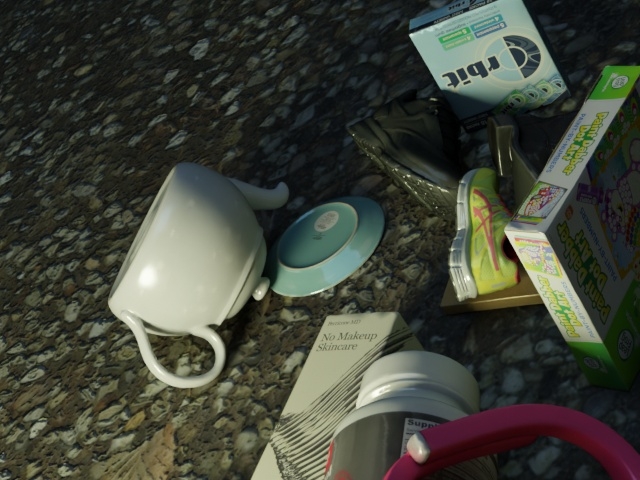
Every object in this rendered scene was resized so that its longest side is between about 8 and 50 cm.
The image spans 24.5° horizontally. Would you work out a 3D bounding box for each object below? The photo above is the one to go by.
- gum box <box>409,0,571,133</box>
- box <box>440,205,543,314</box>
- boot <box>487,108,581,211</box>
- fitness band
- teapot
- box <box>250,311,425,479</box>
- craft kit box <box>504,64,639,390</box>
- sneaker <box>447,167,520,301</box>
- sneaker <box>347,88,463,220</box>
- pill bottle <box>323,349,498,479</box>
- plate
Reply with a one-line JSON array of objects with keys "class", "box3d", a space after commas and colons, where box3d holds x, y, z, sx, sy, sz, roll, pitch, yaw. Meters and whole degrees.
[{"class": "gum box", "box3d": [0.228, -0.244, 1.976, 0.157, 0.184, 0.041, -19, 37, 22]}, {"class": "box", "box3d": [0.254, 0.015, 1.784, 0.201, 0.021, 0.164, -8, 42, 33]}, {"class": "boot", "box3d": [0.333, -0.107, 1.765, 0.229, 0.091, 0.263, -10, 35, -4]}, {"class": "fitness band", "box3d": [0.188, 0.255, 1.367, 0.291, 0.054, 0.209, -11, 54, -28]}, {"class": "teapot", "box3d": [-0.158, 0.034, 1.977, 0.256, 0.187, 0.252, -60, 10, 14]}, {"class": "box", "box3d": [0.021, 0.214, 1.674, 0.113, 0.094, 0.275, -7, 43, 35]}, {"class": "craft kit box", "box3d": [0.313, -0.013, 1.566, 0.061, 0.250, 0.246, 9, 54, 44]}, {"class": "sneaker", "box3d": [0.211, -0.009, 1.775, 0.094, 0.081, 0.208, -7, 45, 18]}, {"class": "sneaker", "box3d": [0.139, -0.129, 1.970, 0.130, 0.109, 0.286, -43, 35, 1]}, {"class": "pill bottle", "box3d": [0.086, 0.269, 1.478, 0.176, 0.176, 0.318, -16, 38, 25]}, {"class": "plate", "box3d": [0.000, 0.000, 2.016, 0.188, 0.024, 0.188, -23, 36, 18]}]
